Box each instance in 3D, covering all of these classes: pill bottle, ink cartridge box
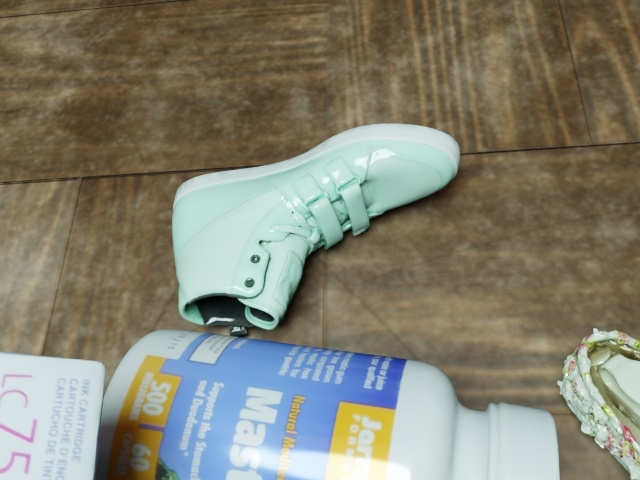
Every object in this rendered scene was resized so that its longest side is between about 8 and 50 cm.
[{"bbox_3d":[0.006,0.147,0.448,0.272,0.152,0.152,5,61,12],"label":"pill bottle"},{"bbox_3d":[-0.167,0.212,0.366,0.065,0.311,0.185,10,51,-20],"label":"ink cartridge box"}]

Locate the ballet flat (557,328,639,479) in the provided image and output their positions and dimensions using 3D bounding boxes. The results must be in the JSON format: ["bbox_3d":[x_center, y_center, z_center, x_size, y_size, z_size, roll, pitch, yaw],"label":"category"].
[{"bbox_3d":[0.244,0.142,0.429,0.091,0.077,0.241,-36,46,-13],"label":"ballet flat"}]

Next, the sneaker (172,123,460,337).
[{"bbox_3d":[0.000,0.000,0.566,0.256,0.094,0.151,-14,53,11],"label":"sneaker"}]
